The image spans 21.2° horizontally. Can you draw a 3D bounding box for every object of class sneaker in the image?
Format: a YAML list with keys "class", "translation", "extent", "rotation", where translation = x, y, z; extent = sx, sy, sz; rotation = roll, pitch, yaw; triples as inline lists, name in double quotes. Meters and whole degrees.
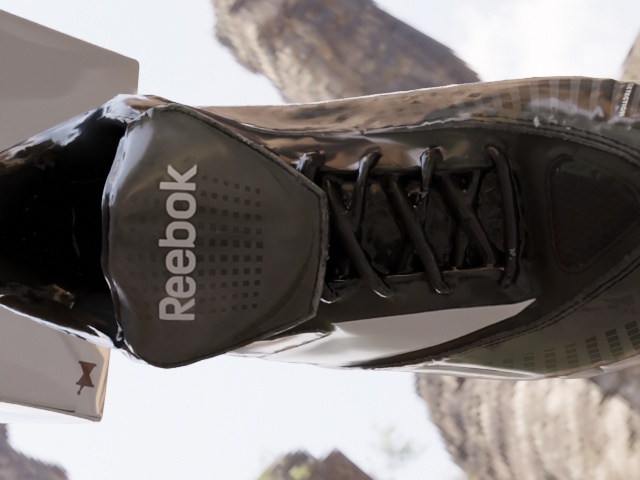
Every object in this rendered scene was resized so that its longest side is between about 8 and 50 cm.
- class: "sneaker"
  translation: [0.000, 0.000, 0.428]
  extent: [0.106, 0.234, 0.078]
  rotation: [-5, -85, -58]

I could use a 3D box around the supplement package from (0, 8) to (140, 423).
- class: "supplement package"
  translation: [-0.201, -0.006, 0.626]
  extent: [0.139, 0.244, 0.133]
  rotation: [17, -107, -48]
